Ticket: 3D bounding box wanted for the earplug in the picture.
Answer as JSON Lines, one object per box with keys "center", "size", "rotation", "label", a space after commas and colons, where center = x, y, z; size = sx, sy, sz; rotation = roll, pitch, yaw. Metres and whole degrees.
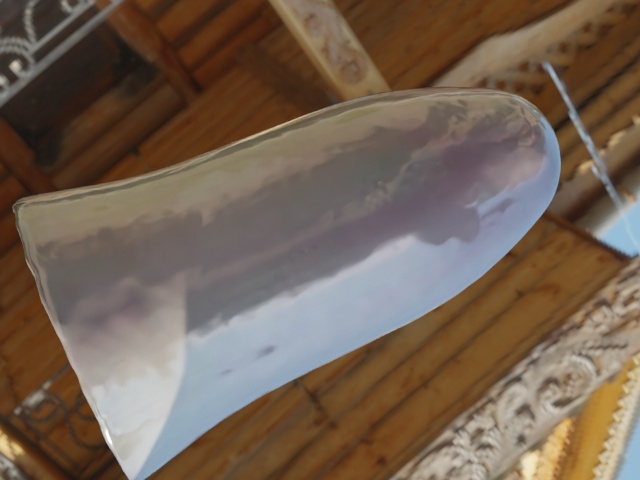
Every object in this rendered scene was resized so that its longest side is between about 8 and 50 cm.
{"center": [0.000, 0.000, 0.694], "size": [0.301, 0.172, 0.172], "rotation": [-23, -146, -6], "label": "earplug"}
